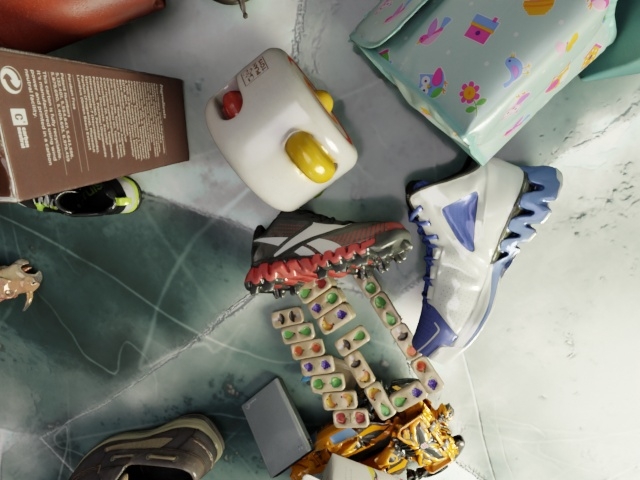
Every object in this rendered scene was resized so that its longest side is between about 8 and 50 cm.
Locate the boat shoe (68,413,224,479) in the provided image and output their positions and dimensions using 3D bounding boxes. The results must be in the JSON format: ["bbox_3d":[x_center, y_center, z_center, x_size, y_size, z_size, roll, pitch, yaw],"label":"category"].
[{"bbox_3d":[-0.350,0.435,0.854,0.355,0.130,0.132,-29,98,14],"label":"boat shoe"}]

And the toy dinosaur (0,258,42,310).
[{"bbox_3d":[-0.676,0.102,0.827,0.295,0.127,0.200,-29,105,20],"label":"toy dinosaur"}]

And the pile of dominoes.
[{"bbox_3d":[0.045,0.174,0.739,0.196,0.040,0.251,-36,78,14],"label":"pile of dominoes"}]

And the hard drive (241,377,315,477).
[{"bbox_3d":[-0.076,0.323,0.806,0.094,0.022,0.135,-41,58,16],"label":"hard drive"}]

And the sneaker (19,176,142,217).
[{"bbox_3d":[-0.409,-0.082,0.749,0.234,0.097,0.084,2,104,8],"label":"sneaker"}]

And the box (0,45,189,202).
[{"bbox_3d":[-0.332,-0.144,0.575,0.191,0.381,0.143,0,107,9],"label":"box"}]

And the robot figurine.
[{"bbox_3d":[0.101,0.362,0.794,0.291,0.085,0.211,-33,102,15],"label":"robot figurine"}]

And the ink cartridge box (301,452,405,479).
[{"bbox_3d":[0.050,0.421,0.739,0.198,0.067,0.115,22,109,-3],"label":"ink cartridge box"}]

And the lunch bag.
[{"bbox_3d":[0.182,-0.267,0.579,0.223,0.160,0.262,-45,67,17],"label":"lunch bag"}]

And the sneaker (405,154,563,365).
[{"bbox_3d":[0.187,0.002,0.682,0.182,0.127,0.315,27,99,4],"label":"sneaker"}]

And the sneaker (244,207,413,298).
[{"bbox_3d":[0.000,0.000,0.687,0.276,0.097,0.135,-15,70,31],"label":"sneaker"}]

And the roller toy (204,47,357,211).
[{"bbox_3d":[-0.046,-0.151,0.627,0.146,0.209,0.191,-36,91,14],"label":"roller toy"}]

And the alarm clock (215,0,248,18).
[{"bbox_3d":[-0.145,-0.415,0.644,0.192,0.064,0.129,39,106,-5],"label":"alarm clock"}]

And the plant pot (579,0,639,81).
[{"bbox_3d":[0.417,-0.282,0.509,0.165,0.234,0.165,-6,103,10],"label":"plant pot"}]

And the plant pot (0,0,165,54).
[{"bbox_3d":[-0.362,-0.370,0.587,0.265,0.272,0.272,-17,101,-3],"label":"plant pot"}]

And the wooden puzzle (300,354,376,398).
[{"bbox_3d":[0.031,0.243,0.813,0.116,0.014,0.078,24,102,1],"label":"wooden puzzle"}]
